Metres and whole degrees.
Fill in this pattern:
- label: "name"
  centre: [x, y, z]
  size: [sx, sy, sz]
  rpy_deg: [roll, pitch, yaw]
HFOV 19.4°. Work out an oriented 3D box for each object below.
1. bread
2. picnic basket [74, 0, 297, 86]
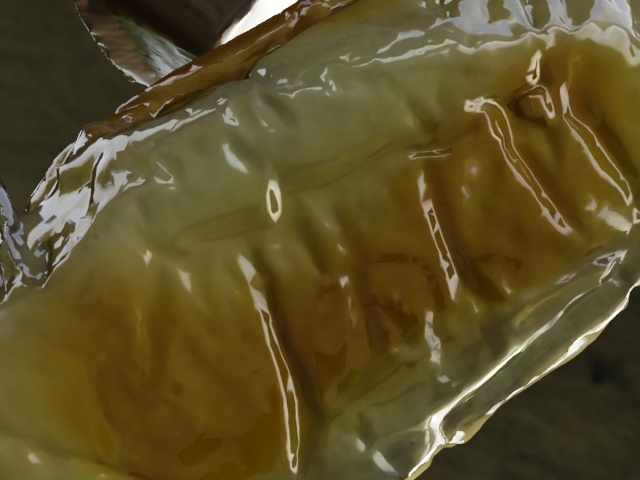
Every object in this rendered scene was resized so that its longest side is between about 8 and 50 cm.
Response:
- label: "bread"
  centre: [0.004, 0.012, 0.888]
  size: [0.183, 0.389, 0.236]
  rpy_deg: [-128, -166, -71]
- label: "picnic basket"
  centre: [-0.024, -0.213, 1.392]
  size: [0.129, 0.297, 0.222]
  rpy_deg: [41, -6, 30]
